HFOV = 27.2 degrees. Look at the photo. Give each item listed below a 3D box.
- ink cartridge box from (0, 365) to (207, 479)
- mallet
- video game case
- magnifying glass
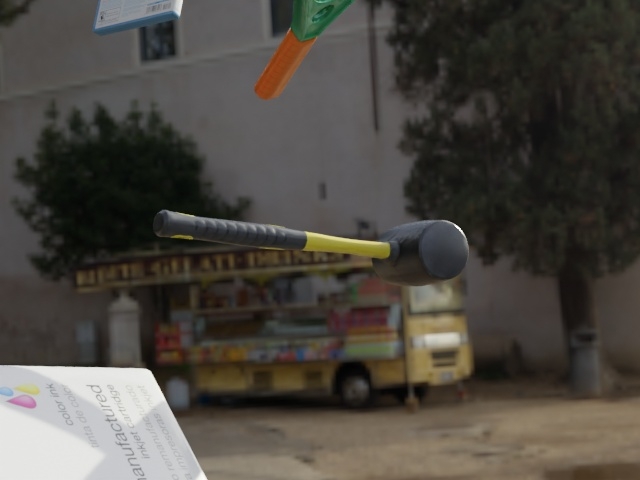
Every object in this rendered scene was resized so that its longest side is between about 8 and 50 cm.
[{"bbox_3d":[-0.172,0.163,0.587,0.278,0.201,0.117,7,-50,-46],"label":"ink cartridge box"},{"bbox_3d":[0.000,0.000,0.758,0.189,0.039,0.062,8,-9,-35],"label":"mallet"},{"bbox_3d":[-0.193,-0.314,1.480,0.119,0.166,0.015,-6,-24,34],"label":"video game case"},{"bbox_3d":[-0.004,-0.198,1.167,0.092,0.026,0.231,-25,-14,-36],"label":"magnifying glass"}]
